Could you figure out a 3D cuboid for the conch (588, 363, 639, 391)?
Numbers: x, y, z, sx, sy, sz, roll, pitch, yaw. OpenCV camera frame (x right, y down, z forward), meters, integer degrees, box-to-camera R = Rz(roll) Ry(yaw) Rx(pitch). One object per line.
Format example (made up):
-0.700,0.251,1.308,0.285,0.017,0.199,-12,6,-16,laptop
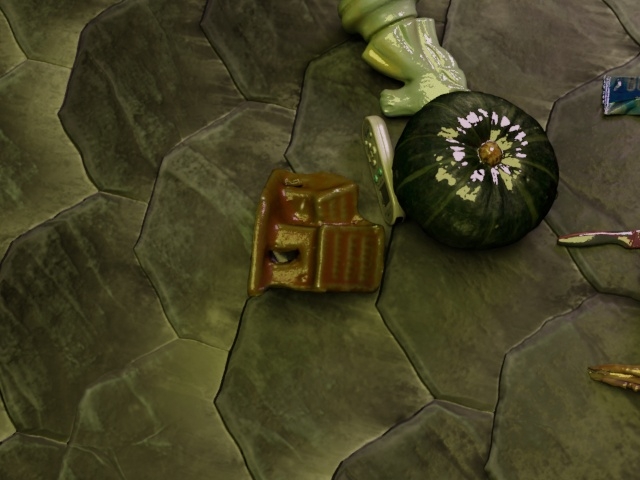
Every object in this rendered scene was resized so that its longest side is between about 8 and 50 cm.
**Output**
0.636,0.236,1.498,0.330,0.093,0.109,-3,92,27,conch

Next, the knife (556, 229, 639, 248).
0.561,-0.002,1.599,0.247,0.018,0.035,-2,72,6,knife

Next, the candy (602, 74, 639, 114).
0.606,-0.276,1.656,0.136,0.038,0.088,6,73,19,candy

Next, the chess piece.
0.165,-0.359,1.693,0.175,0.176,0.298,-26,86,0,chess piece

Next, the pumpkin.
0.276,-0.120,1.568,0.300,0.207,0.300,4,67,-10,pumpkin

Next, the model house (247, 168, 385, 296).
0.000,-0.011,1.594,0.239,0.173,0.268,3,78,9,model house

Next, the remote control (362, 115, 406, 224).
0.124,-0.136,1.661,0.042,0.078,0.221,-10,73,-15,remote control
